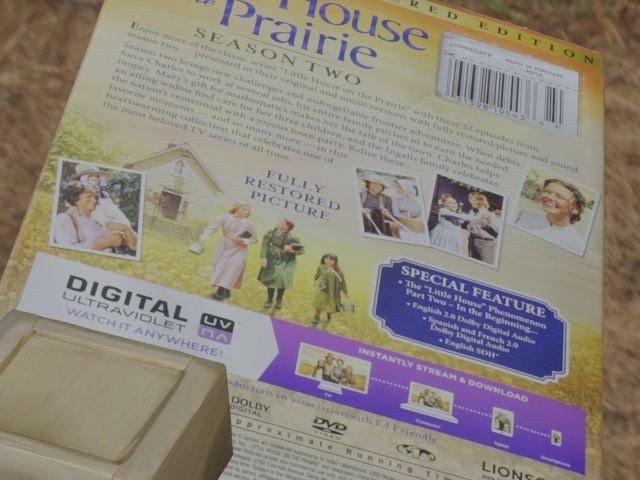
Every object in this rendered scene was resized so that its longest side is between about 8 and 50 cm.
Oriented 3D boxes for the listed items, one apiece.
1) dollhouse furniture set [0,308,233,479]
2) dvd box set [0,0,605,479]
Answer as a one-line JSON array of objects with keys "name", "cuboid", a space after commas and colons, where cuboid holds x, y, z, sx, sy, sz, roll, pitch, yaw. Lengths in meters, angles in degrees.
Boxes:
[{"name": "dollhouse furniture set", "cuboid": [-0.133, 0.092, 0.396, 0.182, 0.101, 0.161, 14, 41, 18]}, {"name": "dvd box set", "cuboid": [0.000, 0.000, 0.955, 0.307, 0.062, 0.420, 16, 42, -6]}]
